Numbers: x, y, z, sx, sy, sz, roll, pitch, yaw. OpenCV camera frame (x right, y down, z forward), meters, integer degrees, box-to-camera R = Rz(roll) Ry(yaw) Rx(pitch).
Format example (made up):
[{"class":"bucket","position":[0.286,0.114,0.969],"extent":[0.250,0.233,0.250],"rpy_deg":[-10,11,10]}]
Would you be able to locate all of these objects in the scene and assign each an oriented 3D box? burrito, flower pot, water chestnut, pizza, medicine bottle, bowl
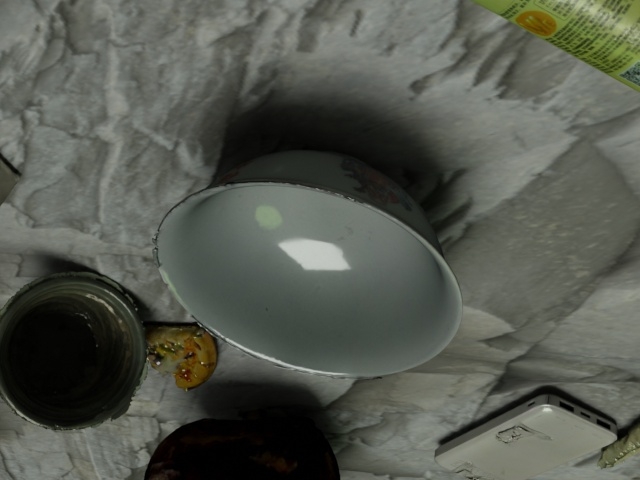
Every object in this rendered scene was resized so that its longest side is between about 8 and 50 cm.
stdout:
[{"class":"burrito","position":[0.454,0.282,1.305],"extent":[0.041,0.045,0.185],"rpy_deg":[58,142,19]},{"class":"flower pot","position":[-0.383,0.166,1.366],"extent":[0.236,0.235,0.141],"rpy_deg":[32,163,-18]},{"class":"water chestnut","position":[-0.122,0.449,1.459],"extent":[0.336,0.346,0.335],"rpy_deg":[-3,173,0]},{"class":"pizza","position":[-0.242,0.166,1.427],"extent":[0.176,0.036,0.184],"rpy_deg":[27,140,-11]},{"class":"medicine bottle","position":[0.209,-0.215,0.738],"extent":[0.239,0.124,0.124],"rpy_deg":[26,141,-9]},{"class":"bowl","position":[0.000,0.000,1.040],"extent":[0.346,0.157,0.345],"rpy_deg":[11,142,9]}]

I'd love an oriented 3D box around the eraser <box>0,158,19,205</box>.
[{"class":"eraser","position":[-0.578,-0.071,1.235],"extent":[0.344,0.078,0.144],"rpy_deg":[-13,131,32]}]

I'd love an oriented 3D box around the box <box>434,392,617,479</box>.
[{"class":"box","position":[0.306,0.313,1.394],"extent":[0.142,0.044,0.285],"rpy_deg":[28,140,-16]}]
